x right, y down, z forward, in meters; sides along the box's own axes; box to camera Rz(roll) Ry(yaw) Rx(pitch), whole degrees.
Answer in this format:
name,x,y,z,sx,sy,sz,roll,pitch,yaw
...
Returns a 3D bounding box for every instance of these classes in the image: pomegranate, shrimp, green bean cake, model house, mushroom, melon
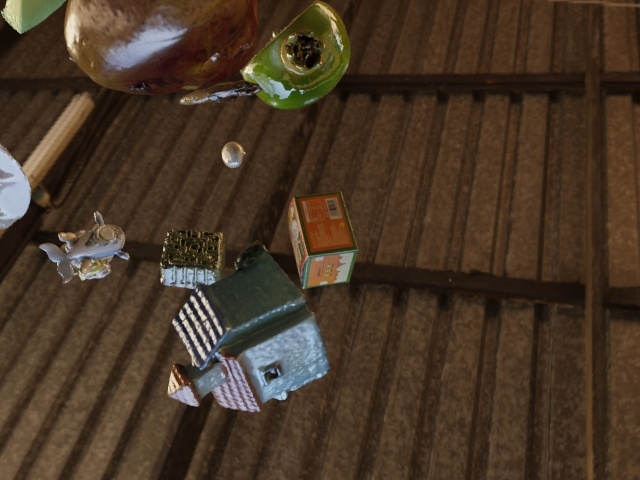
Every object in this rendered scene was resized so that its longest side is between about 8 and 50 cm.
name,x,y,z,sx,sy,sz,roll,pitch,yaw
pomegranate,-0.042,-0.476,1.575,0.309,0.216,0.358,-40,-158,2
shrimp,-0.187,-0.302,1.206,0.195,0.035,0.148,-4,-171,22
green bean cake,-0.365,0.048,1.695,0.181,0.094,0.173,7,-139,-8
model house,-0.181,0.229,1.249,0.329,0.295,0.251,-32,-135,-19
mushroom,-0.246,-0.375,0.918,0.345,0.345,0.260,-31,-95,-9
mushroom,-0.280,-0.282,1.924,0.085,0.085,0.079,21,-159,27
melon,-0.520,-0.523,1.147,0.053,0.114,0.262,35,-111,5

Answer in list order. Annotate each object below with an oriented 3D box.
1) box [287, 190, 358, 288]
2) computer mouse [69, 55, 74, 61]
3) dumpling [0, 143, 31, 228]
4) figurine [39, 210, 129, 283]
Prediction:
name,x,y,z,sx,sy,sz,roll,pitch,yaw
box,0.000,0.000,1.594,0.148,0.178,0.195,-8,-121,-12
computer mouse,-0.416,-0.496,1.412,0.373,0.114,0.203,-34,-152,-7
dumpling,-0.581,-0.108,0.887,0.204,0.293,0.163,21,-123,39
figurine,-0.518,0.025,1.301,0.183,0.208,0.128,-34,-92,31
